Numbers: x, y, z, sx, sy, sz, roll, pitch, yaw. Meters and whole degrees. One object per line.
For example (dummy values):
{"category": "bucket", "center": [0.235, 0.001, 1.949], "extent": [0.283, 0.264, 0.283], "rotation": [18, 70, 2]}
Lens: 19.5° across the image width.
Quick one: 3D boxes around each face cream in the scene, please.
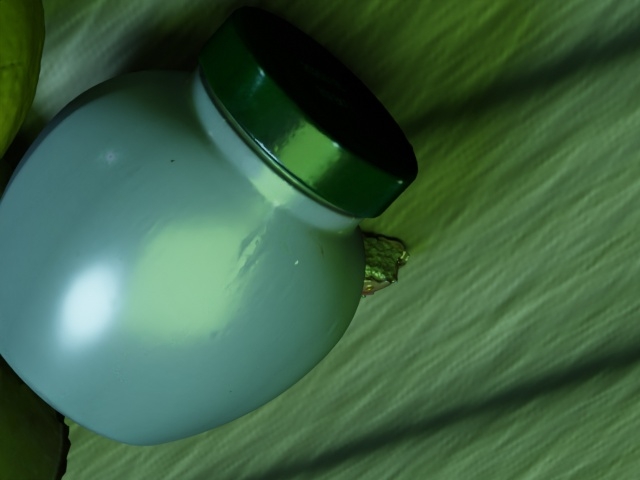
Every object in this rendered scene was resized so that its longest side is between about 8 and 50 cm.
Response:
{"category": "face cream", "center": [-0.108, -0.005, 1.606], "extent": [0.312, 0.219, 0.357], "rotation": [39, 109, -16]}

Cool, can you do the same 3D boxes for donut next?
{"category": "donut", "center": [0.000, 0.000, 1.764], "extent": [0.117, 0.065, 0.166], "rotation": [-25, 126, 21]}

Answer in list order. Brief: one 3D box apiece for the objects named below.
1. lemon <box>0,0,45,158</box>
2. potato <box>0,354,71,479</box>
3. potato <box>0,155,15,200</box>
{"category": "lemon", "center": [-0.359, -0.159, 1.469], "extent": [0.297, 0.297, 0.297], "rotation": [0, 133, 0]}
{"category": "potato", "center": [-0.461, 0.179, 1.705], "extent": [0.442, 0.385, 0.319], "rotation": [-16, 131, 44]}
{"category": "potato", "center": [-0.344, -0.049, 1.681], "extent": [0.157, 0.157, 0.194], "rotation": [-3, 120, 3]}
